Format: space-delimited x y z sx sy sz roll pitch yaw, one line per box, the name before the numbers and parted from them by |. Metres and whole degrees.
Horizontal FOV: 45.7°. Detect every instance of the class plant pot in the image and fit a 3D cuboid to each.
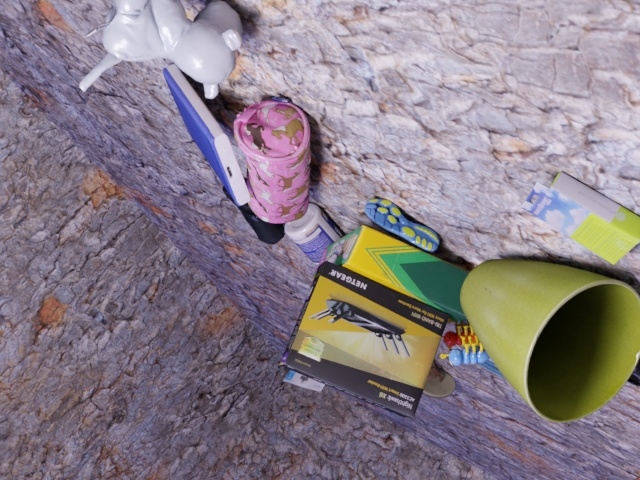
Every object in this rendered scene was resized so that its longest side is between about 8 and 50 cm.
plant pot | 0.404 0.147 1.440 0.275 0.275 0.293 48 175 -32

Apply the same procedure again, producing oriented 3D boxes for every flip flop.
flip flop | 0.332 0.413 2.496 0.277 0.112 0.080 43 148 -1

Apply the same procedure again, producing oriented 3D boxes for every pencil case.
pencil case | -0.103 -0.168 1.724 0.160 0.167 0.386 -7 160 -3

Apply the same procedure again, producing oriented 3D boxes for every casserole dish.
casserole dish | 0.467 0.327 2.094 0.188 0.037 0.114 27 161 27

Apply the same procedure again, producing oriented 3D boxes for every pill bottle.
pill bottle | 0.000 0.000 2.028 0.112 0.112 0.187 14 151 52

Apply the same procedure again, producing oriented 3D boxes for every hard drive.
hard drive | -0.268 -0.249 1.772 0.319 0.040 0.210 53 167 40

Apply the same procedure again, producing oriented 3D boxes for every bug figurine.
bug figurine | 0.370 0.230 1.687 0.216 0.072 0.279 -5 -176 7

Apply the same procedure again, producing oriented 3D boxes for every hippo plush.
hippo plush | -0.248 -0.393 1.343 0.236 0.294 0.234 20 132 -6

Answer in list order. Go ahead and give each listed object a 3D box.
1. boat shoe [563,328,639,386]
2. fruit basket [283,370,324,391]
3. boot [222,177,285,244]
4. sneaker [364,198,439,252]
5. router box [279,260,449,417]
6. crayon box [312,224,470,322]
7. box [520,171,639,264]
boat shoe | 0.531 0.209 1.543 0.306 0.105 0.113 24 159 36
fruit basket | 0.015 0.288 2.341 0.165 0.353 0.327 40 163 -15
boot | -0.162 -0.075 2.172 0.207 0.094 0.246 52 164 -30
sneaker | 0.175 -0.025 1.696 0.188 0.067 0.078 33 156 4
router box | 0.097 0.217 1.663 0.308 0.243 0.081 23 165 -7
crayon box | 0.173 0.096 1.813 0.313 0.106 0.363 23 167 -8
box | 0.421 -0.040 1.220 0.178 0.042 0.109 34 162 12
